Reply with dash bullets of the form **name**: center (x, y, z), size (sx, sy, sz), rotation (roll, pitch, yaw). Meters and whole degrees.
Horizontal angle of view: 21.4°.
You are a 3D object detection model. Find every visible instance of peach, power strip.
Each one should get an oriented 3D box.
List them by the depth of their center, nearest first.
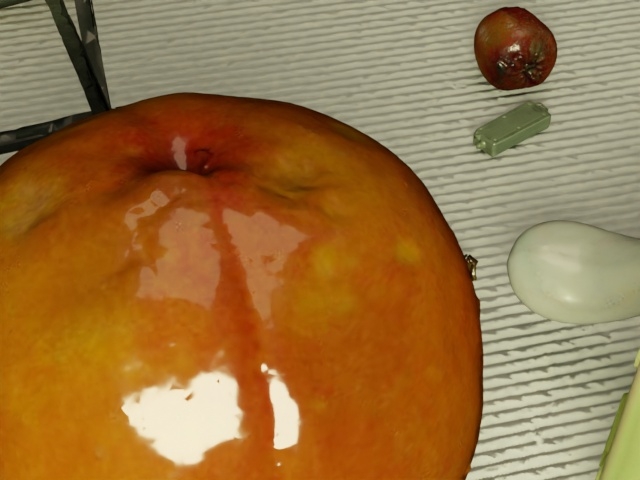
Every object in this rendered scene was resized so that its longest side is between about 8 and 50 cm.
- **peach**: center (-0.074, 0.071, 0.999), size (0.342, 0.302, 0.343), rotation (3, 44, -3)
- **power strip**: center (0.160, -0.094, 1.431), size (0.083, 0.017, 0.027), rotation (-29, 51, -31)

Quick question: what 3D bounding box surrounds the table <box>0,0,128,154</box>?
- **table**: center (-0.315, -0.248, 1.298), size (0.272, 0.222, 0.335), rotation (-14, 67, 0)

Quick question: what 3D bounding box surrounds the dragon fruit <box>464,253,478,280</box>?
- **dragon fruit**: center (0.000, 0.000, 1.251), size (0.246, 0.125, 0.125), rotation (11, 53, -6)

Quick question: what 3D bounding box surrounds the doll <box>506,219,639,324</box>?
- **doll**: center (0.357, 0.054, 1.114), size (0.365, 0.187, 0.376), rotation (30, -7, -21)

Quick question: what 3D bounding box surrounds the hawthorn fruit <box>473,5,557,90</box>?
- **hawthorn fruit**: center (0.168, -0.168, 1.474), size (0.077, 0.077, 0.077), rotation (2, 43, -2)

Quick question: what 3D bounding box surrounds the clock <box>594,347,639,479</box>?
- **clock**: center (0.346, 0.143, 0.993), size (0.348, 0.286, 0.117), rotation (19, 51, 11)
